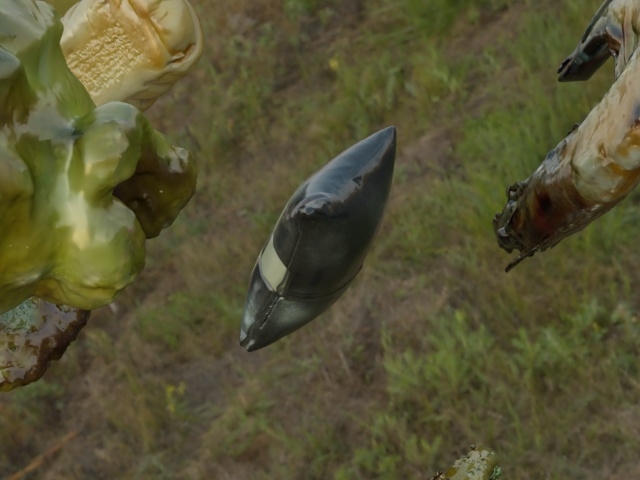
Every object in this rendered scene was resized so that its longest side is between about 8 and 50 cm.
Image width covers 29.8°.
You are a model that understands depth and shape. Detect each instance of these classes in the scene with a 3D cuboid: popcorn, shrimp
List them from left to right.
[{"bbox_3d":[-0.230,-0.049,0.821,0.276,0.276,0.225,-39,4,-32],"label":"popcorn"},{"bbox_3d":[0.248,-0.113,1.117,0.071,0.365,0.233,17,62,-9],"label":"shrimp"}]

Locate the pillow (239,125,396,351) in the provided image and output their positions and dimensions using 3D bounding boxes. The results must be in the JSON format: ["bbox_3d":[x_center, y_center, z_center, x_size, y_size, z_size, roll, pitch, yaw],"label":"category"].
[{"bbox_3d":[0.000,0.000,1.305,0.106,0.250,0.186,36,49,7],"label":"pillow"}]

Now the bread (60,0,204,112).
[{"bbox_3d":[-0.284,-0.251,1.648,0.311,0.173,0.121,-26,11,35],"label":"bread"}]

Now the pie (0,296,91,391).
[{"bbox_3d":[-0.492,0.050,1.712,0.288,0.354,0.103,-20,-11,-33],"label":"pie"}]

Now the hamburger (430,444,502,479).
[{"bbox_3d":[0.128,0.273,1.154,0.177,0.185,0.113,-22,63,-41],"label":"hamburger"}]
